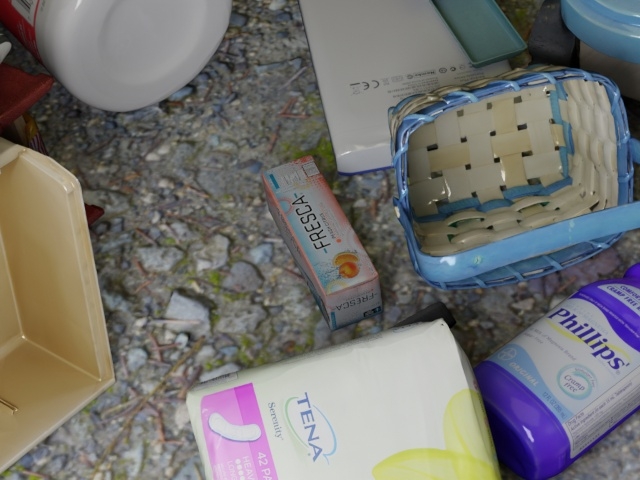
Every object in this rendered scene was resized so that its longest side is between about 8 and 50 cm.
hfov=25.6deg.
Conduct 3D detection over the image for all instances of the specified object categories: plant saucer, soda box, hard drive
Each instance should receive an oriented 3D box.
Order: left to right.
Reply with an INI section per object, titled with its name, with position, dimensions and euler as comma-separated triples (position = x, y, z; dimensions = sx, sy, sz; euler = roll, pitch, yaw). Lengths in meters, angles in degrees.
[soda box]
position = 0.000, 0.000, 1.410
dimensions = 0.058, 0.063, 0.183
euler = -20, 50, -9
[hard drive]
position = 0.095, -0.215, 1.595
dimensions = 0.210, 0.040, 0.318
euler = -10, 50, -2
[plant saucer]
position = 0.162, -0.261, 1.587
dimensions = 0.067, 0.018, 0.192
euler = -19, 49, -9

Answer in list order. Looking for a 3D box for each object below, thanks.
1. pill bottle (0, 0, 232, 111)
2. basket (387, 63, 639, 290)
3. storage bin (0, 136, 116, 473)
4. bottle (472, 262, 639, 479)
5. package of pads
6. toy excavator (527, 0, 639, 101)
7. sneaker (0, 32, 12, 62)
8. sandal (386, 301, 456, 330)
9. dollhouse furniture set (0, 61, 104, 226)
[pill bottle]
position = -0.300, -0.344, 1.633
dimensions = 0.229, 0.229, 0.408
euler = -32, 53, -19
[basket]
position = 0.191, -0.054, 1.320
dimensions = 0.255, 0.201, 0.289
euler = -14, 18, -3
[storage bin]
position = -0.327, 0.078, 1.230
dimensions = 0.123, 0.260, 0.262
euler = 24, 45, 30
[bottle]
position = 0.261, 0.097, 1.274
dimensions = 0.283, 0.092, 0.118
euler = -33, 53, -20
[package of pads]
position = 0.039, 0.227, 1.112
dimensions = 0.229, 0.101, 0.296
euler = -15, 81, -5
[toy excavator]
position = 0.409, -0.396, 1.442
dimensions = 0.222, 0.445, 0.433
euler = 26, 58, 25
[sneaker]
position = -0.323, -0.152, 1.339
dimensions = 0.044, 0.040, 0.109
euler = 28, 61, 9
[sandal]
position = 0.023, 0.137, 1.279
dimensions = 0.255, 0.097, 0.054
euler = -29, 79, -16
[dollhouse furniture set]
position = -0.432, -0.113, 1.474
dimensions = 0.374, 0.201, 0.152
euler = 25, 57, 27
